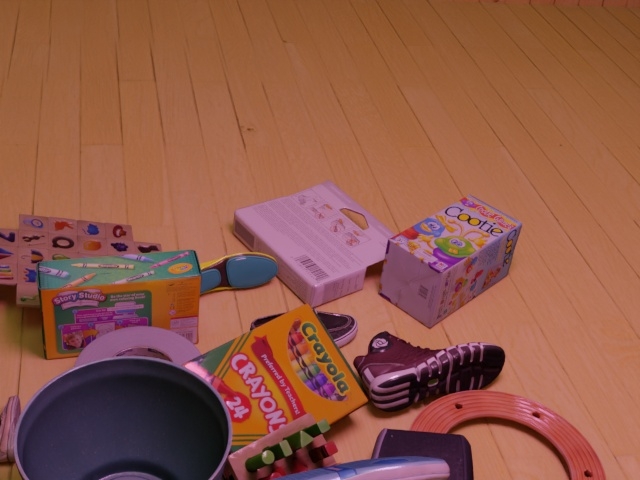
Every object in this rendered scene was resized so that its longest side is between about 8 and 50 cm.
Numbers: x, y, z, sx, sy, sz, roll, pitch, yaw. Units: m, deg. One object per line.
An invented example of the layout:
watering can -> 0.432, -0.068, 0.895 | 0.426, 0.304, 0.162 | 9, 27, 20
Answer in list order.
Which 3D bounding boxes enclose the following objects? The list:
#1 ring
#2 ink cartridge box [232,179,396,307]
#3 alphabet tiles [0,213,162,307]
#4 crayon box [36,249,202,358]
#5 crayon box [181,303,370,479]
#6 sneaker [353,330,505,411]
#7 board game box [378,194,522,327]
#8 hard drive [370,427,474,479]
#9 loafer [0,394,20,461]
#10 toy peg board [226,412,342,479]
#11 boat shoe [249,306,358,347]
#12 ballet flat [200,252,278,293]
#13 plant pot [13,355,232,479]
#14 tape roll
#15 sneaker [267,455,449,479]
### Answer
ring -> 0.303, 0.378, 1.481 | 0.336, 0.032, 0.337 | 6, 35, -4
ink cartridge box -> 0.000, 0.000, 1.910 | 0.261, 0.066, 0.296 | -19, 44, -32
alphabet tiles -> -0.473, 0.043, 1.753 | 0.342, 0.011, 0.285 | 6, 34, -22
crayon box -> -0.357, 0.113, 1.601 | 0.278, 0.165, 0.081 | -4, 37, -17
crayon box -> -0.064, 0.239, 1.487 | 0.318, 0.081, 0.202 | -25, 76, -37
sneaker -> 0.188, 0.207, 1.635 | 0.281, 0.106, 0.162 | -8, 31, -26
board game box -> 0.268, 0.036, 1.846 | 0.142, 0.144, 0.275 | 33, 42, 31
hard drive -> 0.147, 0.398, 1.361 | 0.172, 0.054, 0.255 | 3, 43, 10
loafer -> -0.502, 0.298, 1.427 | 0.039, 0.045, 0.125 | -7, 41, -9
toy peg board -> -0.029, 0.356, 1.341 | 0.161, 0.079, 0.161 | -22, 79, -34
boat shoe -> -0.028, 0.164, 1.676 | 0.219, 0.070, 0.078 | -9, 39, -22
ballet flat -> -0.201, 0.061, 1.788 | 0.231, 0.077, 0.077 | -13, 24, -24
plant pot -> -0.279, 0.337, 1.283 | 0.293, 0.196, 0.293 | 6, 35, -4
tape roll -> -0.304, 0.243, 1.513 | 0.219, 0.072, 0.219 | 5, 37, -4
sneaker -> 0.041, 0.421, 1.247 | 0.319, 0.127, 0.208 | -9, 82, -11
